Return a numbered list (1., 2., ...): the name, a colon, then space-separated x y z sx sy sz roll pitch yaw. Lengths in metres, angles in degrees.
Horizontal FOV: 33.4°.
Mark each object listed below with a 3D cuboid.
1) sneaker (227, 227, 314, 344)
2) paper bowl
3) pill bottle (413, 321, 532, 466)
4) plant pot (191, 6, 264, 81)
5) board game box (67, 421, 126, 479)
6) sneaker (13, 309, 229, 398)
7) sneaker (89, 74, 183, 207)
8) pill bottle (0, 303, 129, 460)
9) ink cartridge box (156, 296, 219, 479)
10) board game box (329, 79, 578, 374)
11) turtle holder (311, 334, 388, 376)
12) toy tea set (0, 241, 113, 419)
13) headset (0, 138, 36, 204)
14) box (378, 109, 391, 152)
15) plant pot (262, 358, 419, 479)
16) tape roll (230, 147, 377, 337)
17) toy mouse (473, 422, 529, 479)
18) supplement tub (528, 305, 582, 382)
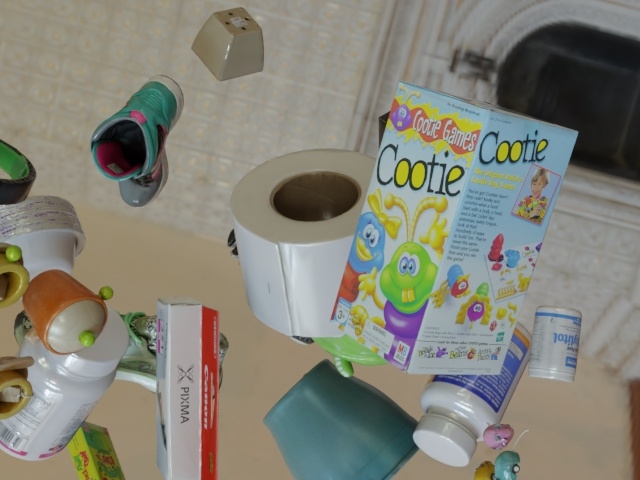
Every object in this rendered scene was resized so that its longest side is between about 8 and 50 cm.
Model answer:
1. sneaker: -0.073 0.080 2.237 0.110 0.292 0.118 -37 -10 39
2. paper bowl: -0.659 0.031 2.356 0.284 0.284 0.148 108 140 -68
3. pill bottle: 0.276 0.271 1.959 0.272 0.152 0.152 -57 -8 -29
4. plant pot: -0.172 -0.389 2.068 0.109 0.109 0.096 -20 -32 -34
5. board game box: -0.417 0.432 2.009 0.092 0.043 0.181 39 -161 -57
6. sneaker: -0.349 0.171 1.961 0.182 0.410 0.158 125 152 -44
7. sneaker: -0.346 -0.145 1.951 0.178 0.123 0.296 -53 -13 -49
8. pill bottle: -0.438 0.229 1.775 0.283 0.160 0.160 -50 17 34
9. ink cartridge box: -0.202 0.229 1.593 0.239 0.060 0.275 -177 87 -74
10. board game box: 0.137 -0.012 1.133 0.142 0.144 0.275 30 108 49
11. turtle holder: 0.076 0.057 1.905 0.227 0.243 0.320 86 180 -46
12. toy tea set: -0.412 0.170 1.388 0.200 0.124 0.336 15 -70 -52
13. headset: -0.679 -0.180 1.864 0.243 0.394 0.185 44 113 42
14. box: 0.252 -0.151 2.131 0.143 0.270 0.165 -31 -37 -24
15. plant pot: 0.035 0.381 2.098 0.271 0.255 0.272 -43 -9 -8
16. tape roll: 0.000 0.000 1.543 0.246 0.246 0.169 -78 -15 -52
17. toy mouse: 0.266 0.320 1.595 0.161 0.031 0.143 -87 18 -44
18. supplement tub: 0.349 0.154 1.586 0.071 0.071 0.107 116 162 -81
